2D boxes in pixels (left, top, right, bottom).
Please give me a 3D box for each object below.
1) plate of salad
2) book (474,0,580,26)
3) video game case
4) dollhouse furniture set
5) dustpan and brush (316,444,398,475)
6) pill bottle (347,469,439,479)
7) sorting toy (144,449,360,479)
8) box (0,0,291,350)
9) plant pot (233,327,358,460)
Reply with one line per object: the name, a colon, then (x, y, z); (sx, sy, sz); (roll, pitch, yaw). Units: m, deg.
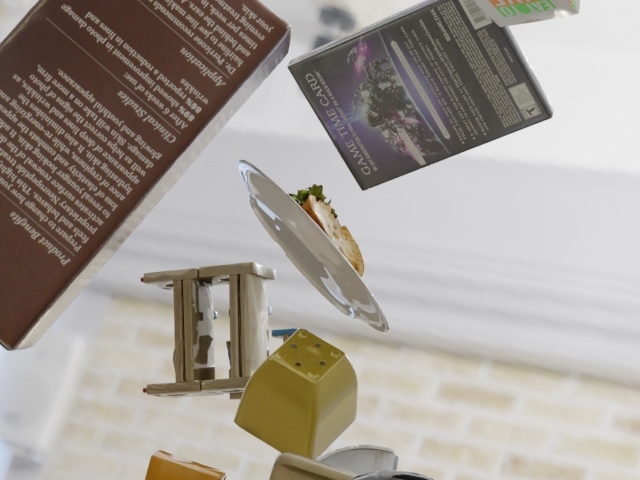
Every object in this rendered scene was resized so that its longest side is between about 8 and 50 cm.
plate of salad: (0.000, 0.000, 1.511); (0.200, 0.048, 0.200); (47, -9, 9)
book: (0.205, -0.274, 1.826); (0.096, 0.035, 0.144); (-2, -18, 31)
video game case: (0.121, -0.187, 2.115); (0.274, 0.026, 0.196); (-20, -66, 28)
dollhouse furniture set: (-0.094, 0.104, 1.836); (0.129, 0.129, 0.183); (-5, -10, 20)
dustpan and brush: (-0.015, 0.270, 1.750); (0.211, 0.147, 0.060); (12, -7, -20)
pill bottle: (0.045, 0.222, 0.985); (0.123, 0.123, 0.219); (14, -25, 13)
sorting toy: (-0.011, 0.288, 1.367); (0.307, 0.229, 0.041); (17, 11, 9)
box: (-0.216, -0.101, 1.562); (0.191, 0.381, 0.143); (41, -4, 1)
plant pot: (-0.015, 0.125, 1.472); (0.081, 0.081, 0.083); (30, -47, 20)
